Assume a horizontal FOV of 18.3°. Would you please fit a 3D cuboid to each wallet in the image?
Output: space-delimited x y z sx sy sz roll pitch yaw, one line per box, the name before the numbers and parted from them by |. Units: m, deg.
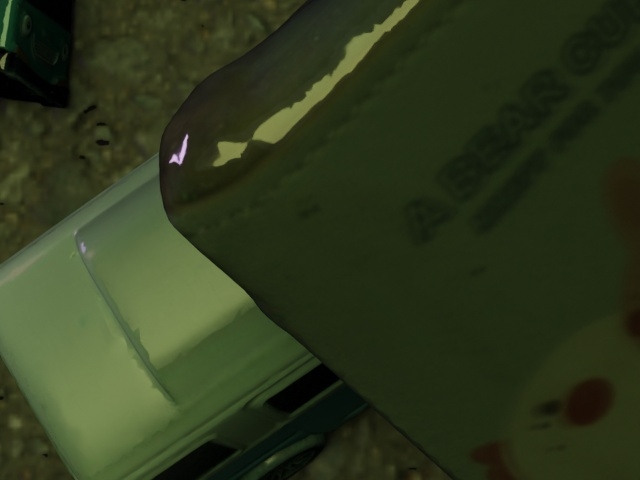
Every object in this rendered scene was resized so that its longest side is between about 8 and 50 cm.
wallet | 0.132 -0.004 0.733 0.252 0.360 0.083 -46 35 0

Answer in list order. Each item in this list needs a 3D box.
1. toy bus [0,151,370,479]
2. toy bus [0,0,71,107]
toy bus | 0.000 0.000 0.826 0.271 0.165 0.133 -35 75 6
toy bus | -0.196 -0.113 0.935 0.160 0.079 0.092 8 83 16
